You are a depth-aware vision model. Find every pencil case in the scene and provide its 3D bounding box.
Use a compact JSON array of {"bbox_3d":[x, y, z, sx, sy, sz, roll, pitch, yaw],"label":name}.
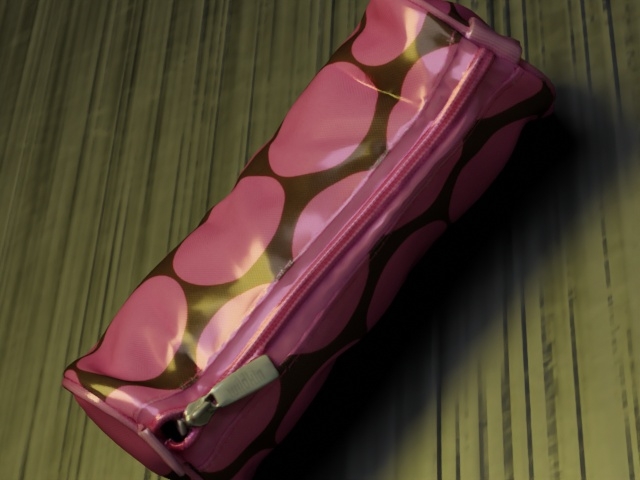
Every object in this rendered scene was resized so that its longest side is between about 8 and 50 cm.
[{"bbox_3d":[0.000,0.000,0.734,0.209,0.095,0.098,-53,-2,-6],"label":"pencil case"}]
